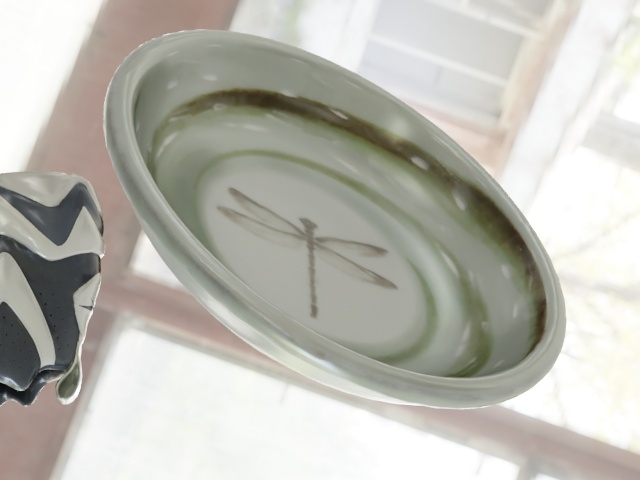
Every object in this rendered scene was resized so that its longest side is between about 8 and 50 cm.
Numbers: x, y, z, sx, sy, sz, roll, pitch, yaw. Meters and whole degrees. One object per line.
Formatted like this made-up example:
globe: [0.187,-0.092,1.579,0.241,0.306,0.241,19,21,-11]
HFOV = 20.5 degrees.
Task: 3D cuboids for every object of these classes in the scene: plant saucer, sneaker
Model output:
plant saucer: [0.000,0.000,1.370,0.100,0.400,0.400,-56,-174,30]
sneaker: [-0.232,0.048,0.946,0.094,0.235,0.153,126,-39,-73]
